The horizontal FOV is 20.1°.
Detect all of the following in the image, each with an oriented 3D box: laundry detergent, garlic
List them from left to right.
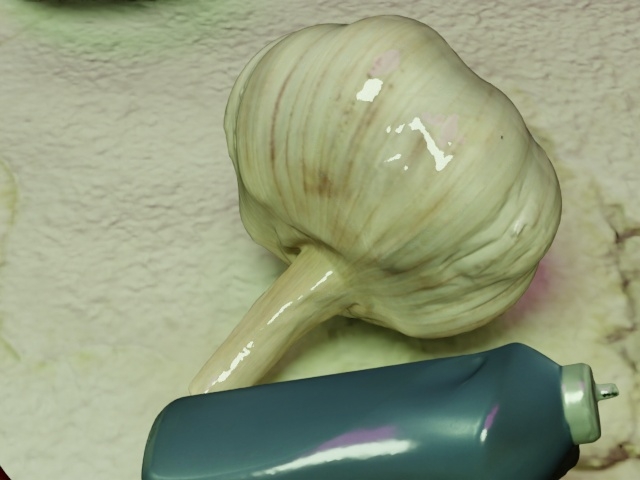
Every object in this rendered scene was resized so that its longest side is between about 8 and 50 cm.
[{"bbox_3d":[0.000,0.000,0.954,0.199,0.199,0.226,31,70,33],"label":"garlic"},{"bbox_3d":[0.029,0.089,0.794,0.206,0.061,0.096,-11,18,10],"label":"laundry detergent"}]

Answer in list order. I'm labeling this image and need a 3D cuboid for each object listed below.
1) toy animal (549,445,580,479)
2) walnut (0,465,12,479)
[{"bbox_3d":[0.030,0.157,0.796,0.148,0.084,0.232,8,40,10],"label":"toy animal"},{"bbox_3d":[-0.208,0.171,0.677,0.244,0.222,0.269,49,40,6],"label":"walnut"}]
